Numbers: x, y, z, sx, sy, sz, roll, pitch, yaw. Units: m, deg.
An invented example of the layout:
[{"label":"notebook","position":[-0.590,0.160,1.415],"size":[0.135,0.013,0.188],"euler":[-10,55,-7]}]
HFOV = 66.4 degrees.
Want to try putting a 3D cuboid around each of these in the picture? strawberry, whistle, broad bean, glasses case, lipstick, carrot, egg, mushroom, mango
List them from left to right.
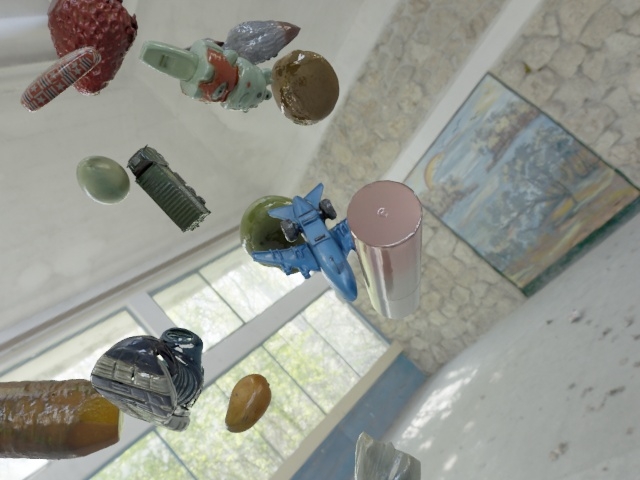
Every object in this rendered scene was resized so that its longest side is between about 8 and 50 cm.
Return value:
[{"label":"carrot","position":[-0.437,0.251,0.688],"size":[0.302,0.114,0.114],"euler":[2,-28,-12]},{"label":"glasses case","position":[-0.552,-0.346,1.033],"size":[0.194,0.073,0.049],"euler":[-42,-54,-6]},{"label":"strawberry","position":[-0.568,-0.482,1.218],"size":[0.205,0.206,0.244],"euler":[-3,-84,-73]},{"label":"egg","position":[-0.555,-0.155,1.252],"size":[0.114,0.114,0.152],"euler":[-43,-28,-8]},{"label":"whistle","position":[-0.187,-0.289,0.856],"size":[0.253,0.106,0.101],"euler":[10,-76,-41]},{"label":"mango","position":[-0.196,0.445,1.343],"size":[0.089,0.115,0.164],"euler":[73,-156,-44]},{"label":"broad bean","position":[-0.128,-0.011,1.540],"size":[0.238,0.291,0.119],"euler":[-24,32,9]},{"label":"mushroom","position":[0.130,0.622,1.111],"size":[0.122,0.159,0.328],"euler":[45,-126,-45]},{"label":"lipstick","position":[0.100,0.032,0.695],"size":[0.087,0.087,0.327],"euler":[-43,-24,-9]}]

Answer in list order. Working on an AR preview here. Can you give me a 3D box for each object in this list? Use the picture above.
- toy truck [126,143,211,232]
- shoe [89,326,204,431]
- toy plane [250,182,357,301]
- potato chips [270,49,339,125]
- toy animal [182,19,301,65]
[{"label":"toy truck","position":[-0.419,-0.144,1.349],"size":[0.088,0.259,0.121],"euler":[-43,1,7]},{"label":"shoe","position":[-0.179,0.145,0.549],"size":[0.207,0.092,0.106],"euler":[97,-169,-62]},{"label":"toy plane","position":[0.000,0.000,0.880],"size":[0.254,0.271,0.105],"euler":[-28,-47,-2]},{"label":"potato chips","position":[-0.044,-0.406,1.334],"size":[0.061,0.196,0.208],"euler":[-93,14,-56]},{"label":"toy animal","position":[-0.167,-0.428,1.084],"size":[0.195,0.090,0.324],"euler":[-19,10,30]}]
